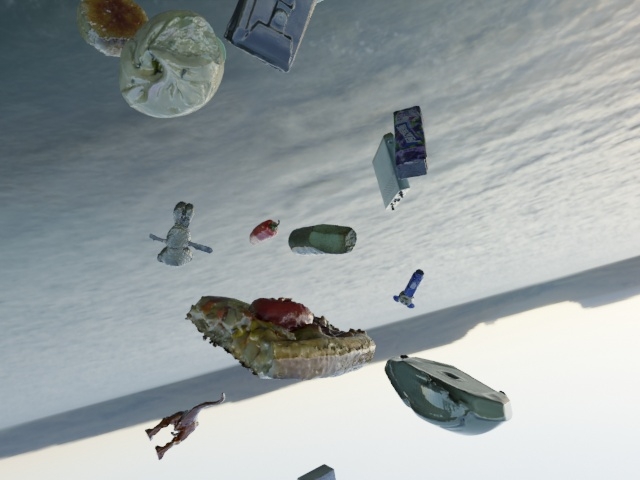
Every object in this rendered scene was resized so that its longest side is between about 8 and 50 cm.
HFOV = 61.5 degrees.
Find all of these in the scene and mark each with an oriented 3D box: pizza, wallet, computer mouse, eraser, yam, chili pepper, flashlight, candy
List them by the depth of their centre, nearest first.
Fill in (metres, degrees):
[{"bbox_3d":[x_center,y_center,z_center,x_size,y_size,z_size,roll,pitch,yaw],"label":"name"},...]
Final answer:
[{"bbox_3d":[-0.107,0.162,1.045,0.405,0.130,0.440,14,177,24],"label":"pizza"},{"bbox_3d":[-0.096,-0.518,1.188,0.168,0.245,0.052,20,-173,-29],"label":"wallet"},{"bbox_3d":[0.212,0.116,1.263,0.035,0.057,0.121,-55,169,-47],"label":"flashlight"},{"bbox_3d":[0.006,0.674,1.326,0.091,0.213,0.046,-12,-177,-37],"label":"eraser"},{"bbox_3d":[0.339,0.434,1.490,0.228,0.146,0.429,9,-176,-27],"label":"computer mouse"},{"bbox_3d":[0.256,-0.288,1.534,0.088,0.312,0.061,-9,129,13],"label":"candy"},{"bbox_3d":[0.000,0.000,1.692,0.106,0.106,0.259,-7,180,-35],"label":"yam"},{"bbox_3d":[-0.214,-0.027,1.998,0.071,0.063,0.272,38,148,-16],"label":"chili pepper"}]

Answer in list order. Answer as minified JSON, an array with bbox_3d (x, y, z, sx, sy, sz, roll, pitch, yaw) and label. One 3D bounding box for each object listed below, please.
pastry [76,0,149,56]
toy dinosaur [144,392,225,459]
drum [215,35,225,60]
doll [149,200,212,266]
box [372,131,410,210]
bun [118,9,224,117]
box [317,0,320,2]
[{"bbox_3d":[-0.598,-0.623,1.562,0.192,0.182,0.093,-25,175,-35],"label":"pastry"},{"bbox_3d":[-0.438,0.582,1.685,0.208,0.097,0.432,-30,178,-35],"label":"toy dinosaur"},{"bbox_3d":[-0.383,-0.507,1.496,0.253,0.130,0.049,-24,-144,-29],"label":"drum"},{"bbox_3d":[-0.493,-0.015,1.843,0.202,0.091,0.286,-15,142,-2],"label":"doll"},{"bbox_3d":[0.230,-0.217,1.769,0.045,0.211,0.270,-15,170,-5],"label":"box"},{"bbox_3d":[-0.309,-0.363,1.103,0.237,0.209,0.116,-58,179,6],"label":"bun"},{"bbox_3d":[0.019,-0.664,1.260,0.256,0.069,0.164,-9,162,35],"label":"box"}]
